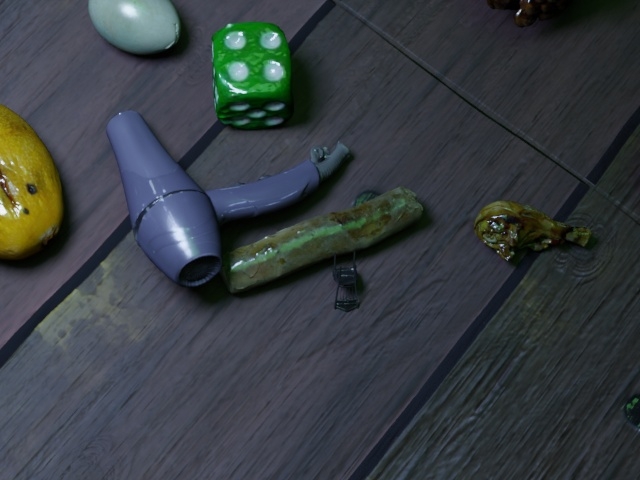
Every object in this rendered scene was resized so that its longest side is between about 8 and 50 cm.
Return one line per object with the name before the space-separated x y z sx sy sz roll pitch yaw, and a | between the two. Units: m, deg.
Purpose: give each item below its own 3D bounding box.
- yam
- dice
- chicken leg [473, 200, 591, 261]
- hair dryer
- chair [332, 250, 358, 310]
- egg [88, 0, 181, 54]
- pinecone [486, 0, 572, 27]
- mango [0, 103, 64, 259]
yam | 0.000 0.000 1.581 0.317 0.071 0.067 -21 38 -10
dice | -0.105 -0.248 1.626 0.120 0.131 0.128 -4 73 -5
chicken leg | 0.319 -0.010 1.612 0.178 0.070 0.093 7 76 -12
hair dryer | -0.123 -0.095 1.594 0.361 0.121 0.301 -15 55 -23
chair | 0.037 0.058 1.571 0.037 0.086 0.042 -3 35 -6
egg | -0.286 -0.347 1.657 0.152 0.114 0.114 31 72 6
pinecone | 0.330 -0.468 1.694 0.224 0.224 0.272 -34 52 -14
mango | -0.483 -0.104 1.555 0.177 0.120 0.295 -31 76 -15
